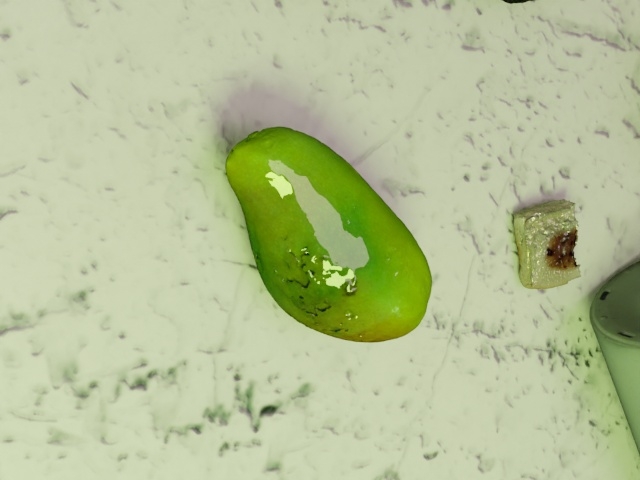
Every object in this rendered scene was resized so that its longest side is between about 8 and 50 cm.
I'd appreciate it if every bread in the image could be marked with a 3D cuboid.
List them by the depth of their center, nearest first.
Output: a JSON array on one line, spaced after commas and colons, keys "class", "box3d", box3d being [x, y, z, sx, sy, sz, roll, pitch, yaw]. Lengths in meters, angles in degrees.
[{"class": "bread", "box3d": [0.224, 0.005, 1.238, 0.070, 0.035, 0.083, -11, 105, -29]}]

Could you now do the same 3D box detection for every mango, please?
[{"class": "mango", "box3d": [0.000, 0.000, 1.056, 0.233, 0.111, 0.125, 44, 69, -27]}]

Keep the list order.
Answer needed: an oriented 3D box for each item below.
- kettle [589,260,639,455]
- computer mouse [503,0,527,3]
[{"class": "kettle", "box3d": [0.419, 0.168, 1.310, 0.205, 0.265, 0.318, -22, 110, 6]}, {"class": "computer mouse", "box3d": [0.280, -0.295, 1.150, 0.269, 0.170, 0.100, -37, 99, -20]}]
